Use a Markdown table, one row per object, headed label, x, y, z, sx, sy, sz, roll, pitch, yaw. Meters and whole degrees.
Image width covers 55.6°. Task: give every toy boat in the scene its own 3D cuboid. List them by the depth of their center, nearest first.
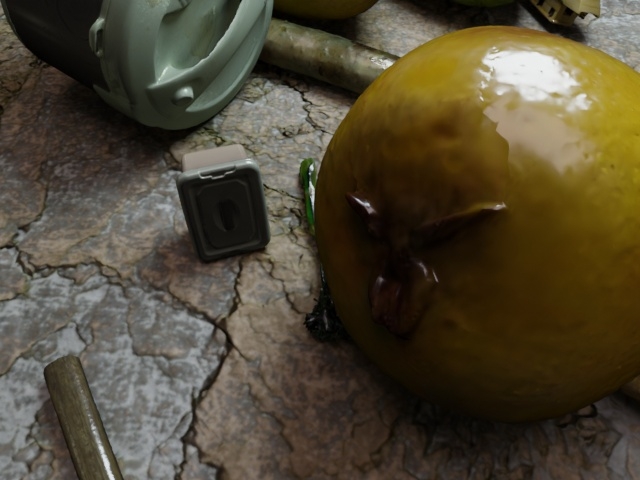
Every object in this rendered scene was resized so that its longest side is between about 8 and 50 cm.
| label | x | y | z | sx | sy | sz | roll | pitch | yaw |
| --- | --- | --- | --- | --- | --- | --- | --- | --- | --- |
| toy boat | 0.372 | -0.405 | 0.970 | 0.057 | 0.077 | 0.200 | -1 | 49 | -23 |

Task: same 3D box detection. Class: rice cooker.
| label | x | y | z | sx | sy | sz | roll | pitch | yaw |
| --- | --- | --- | --- | --- | --- | --- | --- | --- | --- |
| rice cooker | -0.214 | -0.304 | 0.766 | 0.277 | 0.288 | 0.288 | 29 | 58 | 17 |

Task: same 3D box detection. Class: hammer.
| label | x | y | z | sx | sy | sz | roll | pitch | yaw |
| --- | --- | --- | --- | --- | --- | --- | --- | --- | --- |
| hammer | -0.163 | 0.242 | 0.503 | 0.111 | 0.043 | 0.365 | -26 | 56 | -18 |

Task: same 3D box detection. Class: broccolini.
| label | x | y | z | sx | sy | sz | roll | pitch | yaw |
| --- | --- | --- | --- | --- | --- | --- | --- | --- | --- |
| broccolini | 0.006 | -0.004 | 0.682 | 0.071 | 0.057 | 0.254 | 22 | 44 | -40 |

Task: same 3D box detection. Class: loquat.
| label | x | y | z | sx | sy | sz | roll | pitch | yaw |
| --- | --- | --- | --- | --- | --- | --- | --- | --- | --- |
| loquat | 0.164 | -0.019 | 0.539 | 0.359 | 0.328 | 0.328 | -19 | 52 | -42 |

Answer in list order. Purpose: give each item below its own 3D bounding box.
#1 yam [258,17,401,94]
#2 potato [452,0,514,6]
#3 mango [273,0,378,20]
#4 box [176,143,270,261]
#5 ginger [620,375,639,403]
| label | x | y | z | sx | sy | sz | roll | pitch | yaw |
| --- | --- | --- | --- | --- | --- | --- | --- | --- | --- |
| yam | 0.011 | -0.258 | 0.864 | 0.317 | 0.067 | 0.071 | 21 | 85 | 14 |
| potato | 0.223 | -0.487 | 0.949 | 0.216 | 0.216 | 0.304 | -37 | 48 | -25 |
| mango | -0.031 | -0.507 | 0.949 | 0.301 | 0.220 | 0.445 | -35 | 66 | 0 |
| box | -0.108 | -0.045 | 0.673 | 0.089 | 0.122 | 0.062 | -14 | 43 | -10 |
| ginger | 0.345 | 0.155 | 0.553 | 0.095 | 0.069 | 0.190 | -43 | 62 | 0 |
